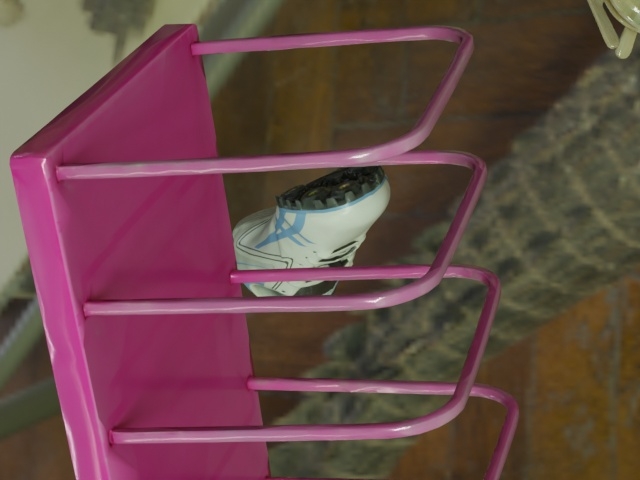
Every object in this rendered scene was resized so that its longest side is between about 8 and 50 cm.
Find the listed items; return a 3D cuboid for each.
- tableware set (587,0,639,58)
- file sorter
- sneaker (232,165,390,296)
[{"bbox_3d":[0.226,-0.239,1.344,0.194,0.128,0.039,68,157,9],"label":"tableware set"},{"bbox_3d":[-0.006,0.055,0.887,0.182,0.202,0.290,-1,113,17],"label":"file sorter"},{"bbox_3d":[0.000,0.000,1.264,0.086,0.085,0.237,66,160,2],"label":"sneaker"}]
